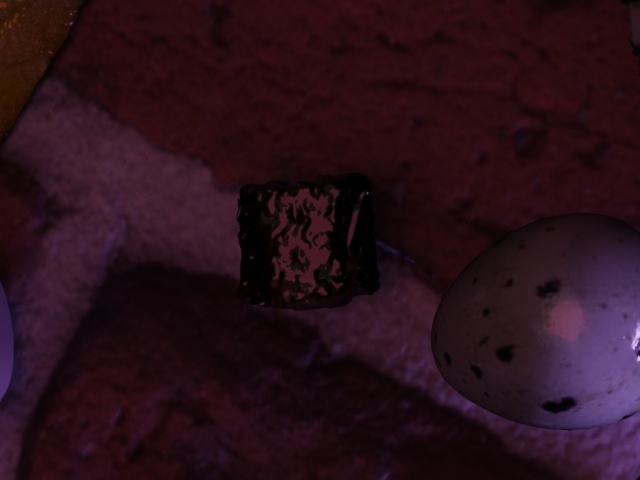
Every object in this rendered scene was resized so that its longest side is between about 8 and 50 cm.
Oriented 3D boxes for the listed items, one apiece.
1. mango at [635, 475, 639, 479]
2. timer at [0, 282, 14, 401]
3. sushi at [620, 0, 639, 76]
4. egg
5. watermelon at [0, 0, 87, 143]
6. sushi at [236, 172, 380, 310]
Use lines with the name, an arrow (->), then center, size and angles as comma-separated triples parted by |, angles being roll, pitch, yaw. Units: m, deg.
mango -> 0.233, 0.246, 1.108 | 0.167, 0.130, 0.262 | -15, 82, 15
timer -> -0.279, 0.068, 1.306 | 0.136, 0.099, 0.136 | -3, 78, 17
sushi -> 0.326, -0.266, 1.058 | 0.373, 0.100, 0.296 | -14, 106, 8
egg -> 0.140, 0.049, 1.142 | 0.164, 0.131, 0.131 | -9, 88, 44
watermelon -> -0.247, -0.121, 1.325 | 0.092, 0.075, 0.181 | 25, 106, -27
sushi -> -0.001, 0.000, 1.204 | 0.098, 0.094, 0.084 | -1, 93, 20
